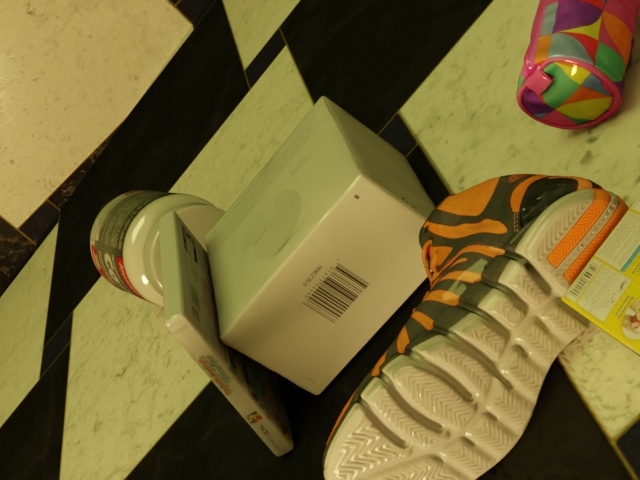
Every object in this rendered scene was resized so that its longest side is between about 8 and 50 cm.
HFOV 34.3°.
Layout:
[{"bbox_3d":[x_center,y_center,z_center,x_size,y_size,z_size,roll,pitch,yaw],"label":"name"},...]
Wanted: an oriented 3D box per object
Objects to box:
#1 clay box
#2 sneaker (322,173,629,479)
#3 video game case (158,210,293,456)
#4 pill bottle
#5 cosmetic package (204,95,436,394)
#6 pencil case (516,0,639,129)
[{"bbox_3d":[0.266,0.039,0.682,0.127,0.053,0.222,-54,26,5],"label":"clay box"},{"bbox_3d":[0.113,0.075,0.867,0.321,0.124,0.180,-45,20,-1],"label":"sneaker"},{"bbox_3d":[-0.105,0.095,1.118,0.026,0.206,0.227,-32,29,6],"label":"video game case"},{"bbox_3d":[-0.217,0.012,1.474,0.161,0.161,0.283,-61,24,-9],"label":"pill bottle"},{"bbox_3d":[0.000,0.000,1.116,0.224,0.138,0.224,-49,27,16],"label":"cosmetic package"},{"bbox_3d":[0.247,-0.218,0.980,0.104,0.104,0.236,-27,39,48],"label":"pencil case"}]
